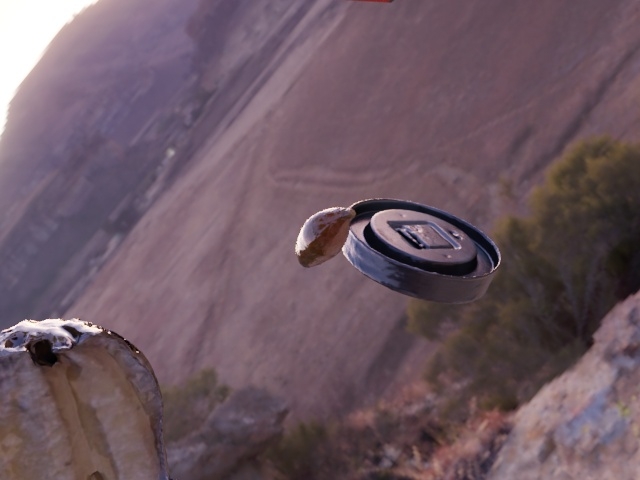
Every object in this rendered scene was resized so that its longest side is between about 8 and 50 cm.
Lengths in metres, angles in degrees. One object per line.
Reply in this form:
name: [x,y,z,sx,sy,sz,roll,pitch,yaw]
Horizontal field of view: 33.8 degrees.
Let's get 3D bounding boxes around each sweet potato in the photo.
sweet potato: [0.000,0.000,0.790,0.034,0.034,0.095,-60,4,-35]

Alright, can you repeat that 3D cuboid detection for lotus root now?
lotus root: [-0.165,0.172,0.595,0.078,0.167,0.329,-125,36,-50]

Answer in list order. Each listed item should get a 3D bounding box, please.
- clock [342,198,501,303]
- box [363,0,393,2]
clock: [0.112,0.011,1.196,0.184,0.184,0.040,-80,5,-64]
box: [-0.009,-0.291,0.977,0.048,0.175,0.112,-59,33,-4]
